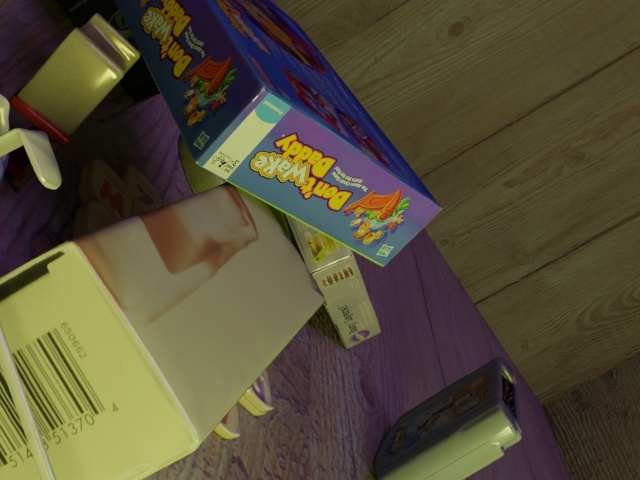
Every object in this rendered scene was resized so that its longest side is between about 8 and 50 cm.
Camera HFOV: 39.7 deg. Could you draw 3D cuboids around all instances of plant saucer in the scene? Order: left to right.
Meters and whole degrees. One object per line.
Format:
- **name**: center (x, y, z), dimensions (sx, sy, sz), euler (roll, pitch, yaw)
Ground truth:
- **plant saucer**: center (-0.103, -0.055, 1.195), dimensions (0.241, 0.037, 0.241), euler (55, 14, -21)

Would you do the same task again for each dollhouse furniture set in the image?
- **dollhouse furniture set**: center (-0.283, -0.177, 0.681), dimensions (0.259, 0.135, 0.262), euler (43, 17, -17)

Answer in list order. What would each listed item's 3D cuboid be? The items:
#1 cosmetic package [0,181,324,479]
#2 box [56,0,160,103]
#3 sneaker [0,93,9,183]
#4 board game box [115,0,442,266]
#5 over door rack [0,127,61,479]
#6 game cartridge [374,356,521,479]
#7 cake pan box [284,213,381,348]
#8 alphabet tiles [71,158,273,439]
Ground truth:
- **cosmetic package**: center (-0.118, 0.057, 0.596), dimensions (0.129, 0.153, 0.296), euler (59, 15, -2)
- **box**: center (-0.202, -0.284, 1.019), dimensions (0.207, 0.153, 0.108), euler (54, 46, -24)
- **sneaker**: center (-0.234, -0.032, 0.514), dimensions (0.085, 0.086, 0.237), euler (29, 21, -22)
- **board game box**: center (-0.057, -0.150, 0.817), dimensions (0.233, 0.078, 0.347), euler (29, 22, -43)
- **over door rack**: center (-0.176, 0.114, 0.318), dimensions (0.239, 0.108, 0.324), euler (-7, 88, -76)
- **game cartridge**: center (0.166, 0.249, 1.157), dimensions (0.062, 0.198, 0.297), euler (60, 12, 1)
- **cake pan box**: center (0.000, 0.000, 1.278), dimensions (0.267, 0.070, 0.245), euler (67, 1, -57)
- **alphabet tiles**: center (-0.136, 0.050, 0.871), dimensions (0.284, 0.021, 0.278), euler (51, 16, -34)
